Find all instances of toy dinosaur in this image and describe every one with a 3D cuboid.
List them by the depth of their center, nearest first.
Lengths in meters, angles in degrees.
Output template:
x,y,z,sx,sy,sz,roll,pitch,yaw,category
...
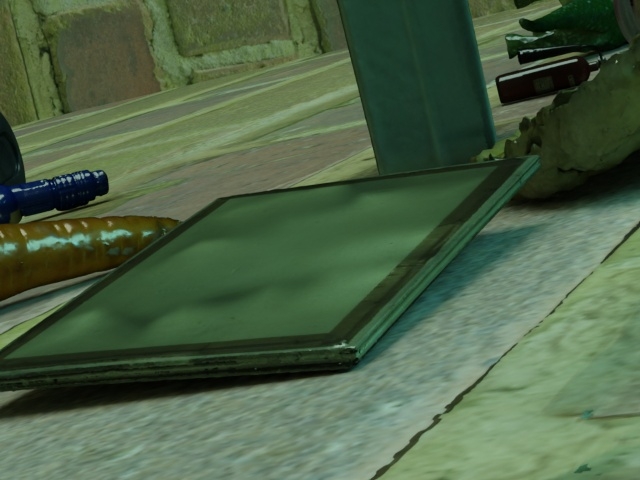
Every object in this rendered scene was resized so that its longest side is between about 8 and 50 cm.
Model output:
x,y,z,sx,sy,sz,roll,pitch,yaw,category
0.344,-0.239,1.695,0.301,0.087,0.447,-5,12,17,toy dinosaur

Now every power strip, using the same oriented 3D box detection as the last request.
x,y,z,sx,sy,sz,roll,pitch,yaw,category
0.024,-0.167,1.062,0.141,0.261,0.229,-13,8,3,power strip

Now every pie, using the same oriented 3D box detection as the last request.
x,y,z,sx,sy,sz,roll,pitch,yaw,category
0.196,-0.098,0.861,0.274,0.055,0.274,-31,-1,-1,pie

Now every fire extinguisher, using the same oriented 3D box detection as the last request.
x,y,z,sx,sy,sz,roll,pitch,yaw,category
0.189,-0.142,1.370,0.100,0.046,0.032,-14,21,10,fire extinguisher

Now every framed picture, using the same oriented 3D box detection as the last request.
x,y,z,sx,sy,sz,roll,pitch,yaw,category
-0.019,0.009,0.706,0.173,0.010,0.231,-6,16,27,framed picture

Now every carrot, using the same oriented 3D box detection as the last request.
x,y,z,sx,sy,sz,roll,pitch,yaw,category
-0.183,0.016,0.925,0.257,0.061,0.061,-13,7,-25,carrot

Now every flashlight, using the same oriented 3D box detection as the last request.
x,y,z,sx,sy,sz,roll,pitch,yaw,category
-0.234,-0.033,1.407,0.121,0.035,0.057,-13,32,-20,flashlight

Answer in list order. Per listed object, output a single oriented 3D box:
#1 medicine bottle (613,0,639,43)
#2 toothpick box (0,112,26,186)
x,y,z,sx,sy,sz,roll,pitch,yaw,category
0.317,-0.168,1.112,0.108,0.108,0.426,-16,9,-9,medicine bottle
-0.352,-0.055,1.514,0.153,0.101,0.101,-13,8,11,toothpick box
